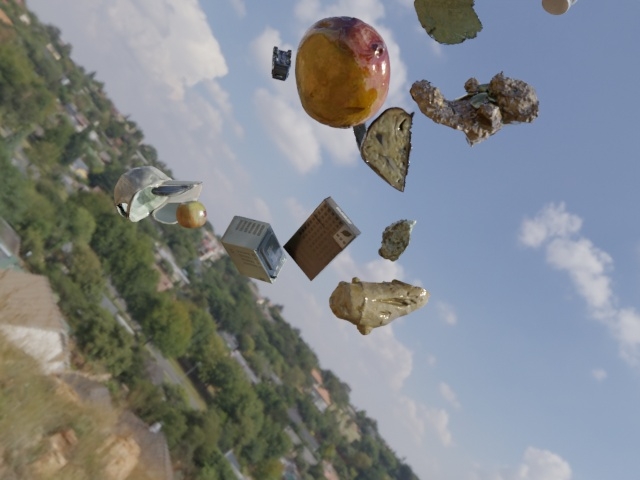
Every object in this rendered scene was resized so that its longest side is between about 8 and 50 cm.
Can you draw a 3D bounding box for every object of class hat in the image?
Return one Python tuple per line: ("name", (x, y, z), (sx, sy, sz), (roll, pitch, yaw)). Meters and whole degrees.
("hat", (-0.502, -0.155, 2.045), (0.232, 0.275, 0.161), (129, -49, -68))

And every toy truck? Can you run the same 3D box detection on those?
("toy truck", (-0.153, -0.671, 2.471), (0.074, 0.088, 0.202), (12, 34, -12))

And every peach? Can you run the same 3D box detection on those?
("peach", (0.069, -0.554, 2.149), (0.372, 0.289, 0.373), (172, -90, -66))

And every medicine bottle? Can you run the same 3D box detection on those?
("medicine bottle", (0.716, -0.754, 1.910), (0.107, 0.192, 0.107), (26, -21, 10))

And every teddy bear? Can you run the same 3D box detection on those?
("teddy bear", (0.412, -0.377, 1.736), (0.296, 0.222, 0.246), (33, 22, -15))

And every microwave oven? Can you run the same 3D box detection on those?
("microwave oven", (-0.248, 0.036, 2.546), (0.193, 0.145, 0.240), (11, -32, 24))

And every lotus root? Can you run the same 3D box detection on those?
("lotus root", (0.211, -0.294, 2.073), (0.170, 0.261, 0.074), (9, 14, -10))

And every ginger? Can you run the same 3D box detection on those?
("ginger", (0.196, 0.197, 2.112), (0.126, 0.353, 0.190), (163, -83, -70))

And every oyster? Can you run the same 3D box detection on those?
("oyster", (0.262, -0.010, 2.270), (0.064, 0.177, 0.125), (6, 23, -47))

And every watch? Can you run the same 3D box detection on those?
("watch", (0.145, -0.426, 2.419), (0.206, 0.068, 0.193), (-93, 167, -60))

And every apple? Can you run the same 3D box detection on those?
("apple", (-0.337, -0.070, 1.711), (0.084, 0.084, 0.071), (-145, -130, -66))

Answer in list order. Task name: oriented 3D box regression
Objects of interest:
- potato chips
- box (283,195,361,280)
("potato chips", (0.290, -0.580, 1.570), (0.167, 0.059, 0.228), (9, -42, 36))
("box", (-0.001, -0.001, 2.431), (0.180, 0.047, 0.325), (50, -46, 8))
